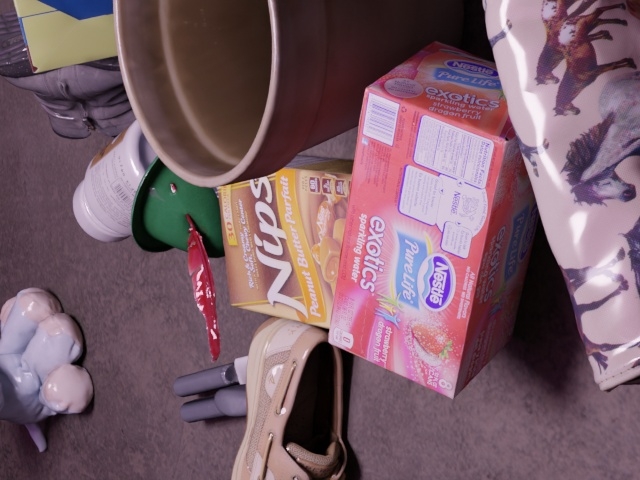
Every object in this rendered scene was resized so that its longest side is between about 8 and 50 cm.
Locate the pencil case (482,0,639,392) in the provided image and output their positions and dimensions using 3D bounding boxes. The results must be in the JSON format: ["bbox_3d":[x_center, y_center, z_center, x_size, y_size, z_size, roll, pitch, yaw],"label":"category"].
[{"bbox_3d":[0.266,-0.086,1.423,0.183,0.160,0.410,-20,79,24],"label":"pencil case"}]

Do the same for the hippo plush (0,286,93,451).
[{"bbox_3d":[-0.526,0.210,2.622,0.294,0.237,0.234,-39,66,53],"label":"hippo plush"}]

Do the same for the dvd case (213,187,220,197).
[{"bbox_3d":[-0.117,-0.124,2.016,0.013,0.087,0.119,14,136,50],"label":"dvd case"}]

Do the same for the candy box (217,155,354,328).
[{"bbox_3d":[0.000,0.000,1.910,0.316,0.088,0.183,8,107,55],"label":"candy box"}]

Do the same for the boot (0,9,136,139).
[{"bbox_3d":[-0.257,-0.220,2.159,0.338,0.223,0.118,4,66,32],"label":"boot"}]

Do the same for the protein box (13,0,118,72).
[{"bbox_3d":[-0.273,-0.333,1.977,0.136,0.200,0.201,86,169,-49],"label":"protein box"}]

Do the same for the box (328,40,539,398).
[{"bbox_3d":[0.122,-0.020,1.615,0.154,0.142,0.300,23,126,23],"label":"box"}]

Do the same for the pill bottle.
[{"bbox_3d":[-0.242,-0.079,2.215,0.229,0.131,0.131,-31,73,55],"label":"pill bottle"}]

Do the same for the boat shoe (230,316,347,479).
[{"bbox_3d":[-0.031,0.265,1.998,0.110,0.122,0.341,18,112,54],"label":"boat shoe"}]

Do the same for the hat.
[{"bbox_3d":[-0.116,-0.008,2.044,0.183,0.173,0.208,37,132,30],"label":"hat"}]

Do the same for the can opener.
[{"bbox_3d":[-0.125,0.194,2.159,0.280,0.093,0.074,-19,83,61],"label":"can opener"}]

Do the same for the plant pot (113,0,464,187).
[{"bbox_3d":[-0.019,-0.229,1.704,0.323,0.280,0.323,20,114,52],"label":"plant pot"}]
